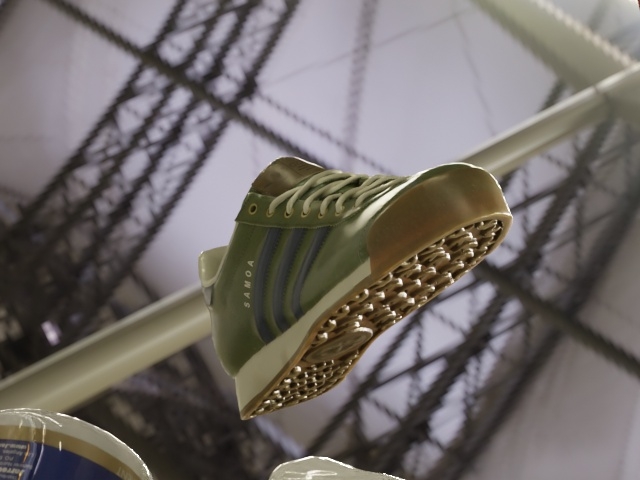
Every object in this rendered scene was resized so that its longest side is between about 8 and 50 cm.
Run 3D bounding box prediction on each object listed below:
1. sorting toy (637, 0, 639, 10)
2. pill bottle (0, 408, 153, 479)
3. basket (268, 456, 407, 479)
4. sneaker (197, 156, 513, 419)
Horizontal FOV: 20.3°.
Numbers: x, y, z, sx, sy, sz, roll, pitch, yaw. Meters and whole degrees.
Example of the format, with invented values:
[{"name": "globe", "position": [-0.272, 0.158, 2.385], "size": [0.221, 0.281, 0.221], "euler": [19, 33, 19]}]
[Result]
[{"name": "sorting toy", "position": [0.122, -0.104, 0.342], "size": [0.274, 0.046, 0.132], "euler": [-1, -73, 57]}, {"name": "pill bottle", "position": [-0.136, 0.166, 0.766], "size": [0.094, 0.169, 0.094], "euler": [10, -36, 7]}, {"name": "basket", "position": [0.073, 0.325, 0.799], "size": [0.331, 0.266, 0.328], "euler": [12, -62, 22]}, {"name": "sneaker", "position": [0.000, 0.000, 0.723], "size": [0.192, 0.064, 0.086], "euler": [-46, -118, 52]}]
